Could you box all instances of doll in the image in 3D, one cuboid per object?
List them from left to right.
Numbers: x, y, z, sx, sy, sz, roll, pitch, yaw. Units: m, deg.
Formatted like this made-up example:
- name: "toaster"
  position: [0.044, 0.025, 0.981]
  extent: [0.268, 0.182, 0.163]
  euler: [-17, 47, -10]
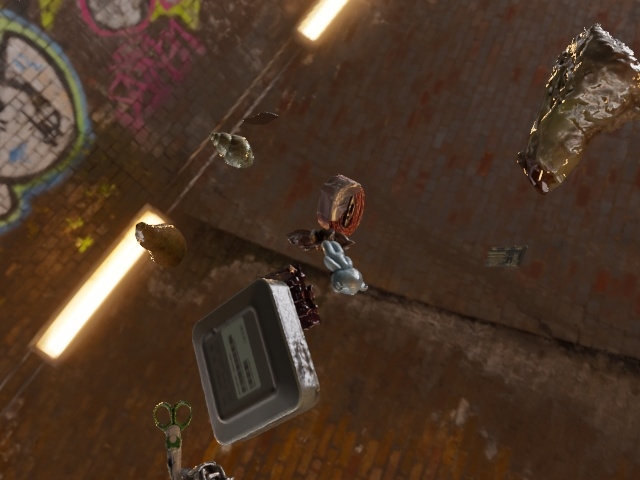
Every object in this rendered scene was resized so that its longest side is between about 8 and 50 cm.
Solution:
- name: "doll"
  position: [0.049, 0.081, 1.706]
  extent: [0.180, 0.120, 0.075]
  euler: [56, -48, 37]

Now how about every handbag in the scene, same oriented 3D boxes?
- name: "handbag"
  position: [-0.105, 0.190, 1.939]
  extent: [0.216, 0.203, 0.074]
  euler: [-25, 176, 40]

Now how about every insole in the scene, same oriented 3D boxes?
- name: "insole"
  position: [-0.133, -0.268, 1.361]
  extent: [0.152, 0.053, 0.002]
  euler: [-176, -83, -68]

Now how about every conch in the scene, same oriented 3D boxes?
- name: "conch"
  position: [-0.327, -0.350, 2.360]
  extent: [0.116, 0.106, 0.173]
  euler: [-37, -112, -24]

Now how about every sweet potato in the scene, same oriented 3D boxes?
- name: "sweet potato"
  position: [-0.288, 0.009, 1.141]
  extent: [0.077, 0.077, 0.244]
  euler: [-49, 178, -10]

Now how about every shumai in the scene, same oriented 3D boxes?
- name: "shumai"
  position: [0.501, -0.259, 1.259]
  extent: [0.283, 0.217, 0.346]
  euler: [-40, 177, 18]

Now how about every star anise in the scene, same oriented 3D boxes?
- name: "star anise"
  position: [0.009, 0.003, 2.011]
  extent: [0.212, 0.196, 0.073]
  euler: [-5, -105, 51]

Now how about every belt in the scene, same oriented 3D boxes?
- name: "belt"
  position: [0.073, -0.111, 2.063]
  extent: [0.124, 0.128, 0.201]
  euler: [37, -60, 57]

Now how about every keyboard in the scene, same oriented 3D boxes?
- name: "keyboard"
  position: [0.454, 0.040, 1.528]
  extent: [0.176, 0.014, 0.055]
  euler: [170, -60, -80]

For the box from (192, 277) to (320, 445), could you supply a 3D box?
- name: "box"
  position: [-0.208, 0.358, 1.822]
  extent: [0.396, 0.111, 0.396]
  euler: [-36, -119, 32]

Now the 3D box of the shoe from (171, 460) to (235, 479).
- name: "shoe"
  position: [-0.272, 0.564, 1.438]
  extent: [0.180, 0.089, 0.092]
  euler: [18, -83, 33]

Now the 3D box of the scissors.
- name: "scissors"
  position: [-0.383, 0.526, 1.621]
  extent: [0.027, 0.101, 0.205]
  euler: [147, -60, -81]
